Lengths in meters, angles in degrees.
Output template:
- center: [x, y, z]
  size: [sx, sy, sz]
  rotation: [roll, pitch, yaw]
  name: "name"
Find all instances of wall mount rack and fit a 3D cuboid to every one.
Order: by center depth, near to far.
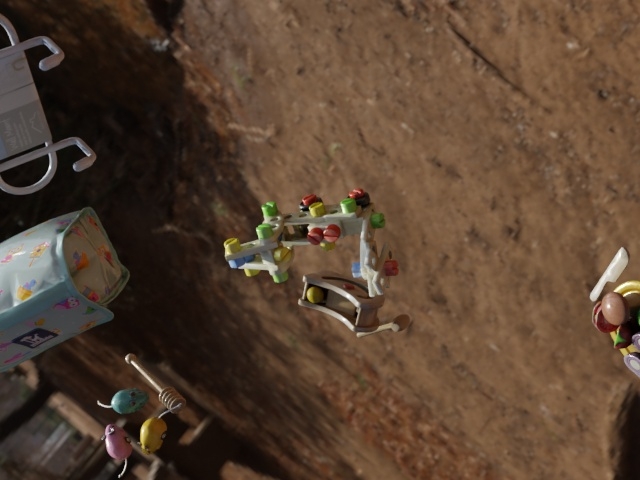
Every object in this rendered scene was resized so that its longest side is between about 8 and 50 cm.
- center: [-0.528, -0.169, 1.573]
  size: [0.130, 0.304, 0.350]
  rotation: [44, 152, 42]
  name: "wall mount rack"

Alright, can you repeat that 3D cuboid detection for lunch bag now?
- center: [-0.415, 0.079, 1.442]
  size: [0.262, 0.224, 0.160]
  rotation: [-99, -17, -73]
  name: "lunch bag"

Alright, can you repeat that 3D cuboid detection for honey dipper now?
- center: [-0.279, 0.233, 1.657]
  size: [0.161, 0.030, 0.030]
  rotation: [33, 163, 40]
  name: "honey dipper"

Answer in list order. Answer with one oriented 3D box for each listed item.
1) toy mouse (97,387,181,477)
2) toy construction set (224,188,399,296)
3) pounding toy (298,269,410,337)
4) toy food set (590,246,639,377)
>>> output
- center: [-0.314, 0.292, 1.595]
  size: [0.143, 0.161, 0.031]
  rotation: [31, -171, 25]
  name: "toy mouse"
- center: [0.000, 0.000, 1.903]
  size: [0.328, 0.215, 0.151]
  rotation: [9, 121, 19]
  name: "toy construction set"
- center: [0.074, 0.186, 2.449]
  size: [0.270, 0.154, 0.154]
  rotation: [17, -161, 16]
  name: "pounding toy"
- center: [0.466, 0.133, 1.506]
  size: [0.217, 0.071, 0.128]
  rotation: [60, 143, 28]
  name: "toy food set"
